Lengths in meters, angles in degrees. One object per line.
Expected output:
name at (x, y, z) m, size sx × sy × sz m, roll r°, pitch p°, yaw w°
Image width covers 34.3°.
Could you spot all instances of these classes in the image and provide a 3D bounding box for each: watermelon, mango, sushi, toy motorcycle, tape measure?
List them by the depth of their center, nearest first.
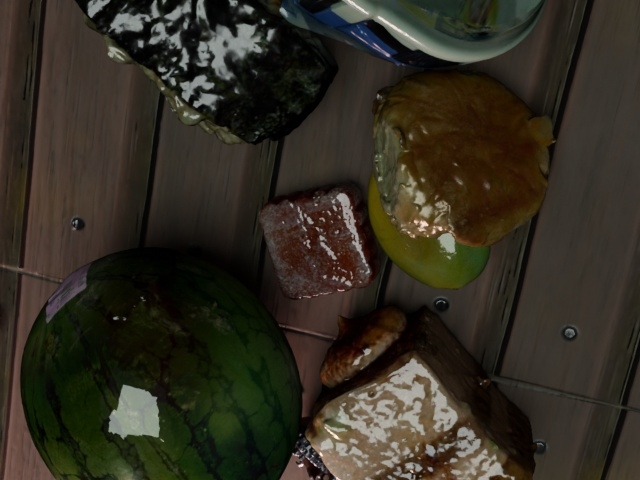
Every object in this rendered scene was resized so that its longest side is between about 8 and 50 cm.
tape measure at (0.123, -0.312, 1.107) m, size 0.262 × 0.138 × 0.259 m, roll 26°, pitch 82°, yaw -18°
sushi at (-0.145, -0.255, 1.196) m, size 0.350 × 0.211 × 0.171 m, roll 43°, pitch 102°, yaw -13°
watermelon at (-0.191, 0.184, 1.267) m, size 0.363 × 0.363 × 0.363 m, roll 3°, pitch 106°, yaw 10°
mango at (0.127, -0.024, 1.281) m, size 0.191 × 0.085 × 0.122 m, roll 49°, pitch 118°, yaw 6°
toy motorcycle at (0.028, 0.308, 1.388) m, size 0.084 × 0.118 × 0.212 m, roll -42°, pitch 108°, yaw -1°

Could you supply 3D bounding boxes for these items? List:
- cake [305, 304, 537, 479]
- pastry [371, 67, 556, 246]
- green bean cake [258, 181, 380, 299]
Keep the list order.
cake at (0.112, 0.214, 1.293) m, size 0.196 × 0.198 × 0.293 m, roll -37°, pitch 95°, yaw 20°
pastry at (0.154, -0.100, 1.200) m, size 0.218 × 0.100 × 0.229 m, roll -42°, pitch 89°, yaw -21°
green bean cake at (0.000, 0.000, 1.315) m, size 0.136 × 0.056 × 0.135 m, roll -11°, pitch 105°, yaw 22°
